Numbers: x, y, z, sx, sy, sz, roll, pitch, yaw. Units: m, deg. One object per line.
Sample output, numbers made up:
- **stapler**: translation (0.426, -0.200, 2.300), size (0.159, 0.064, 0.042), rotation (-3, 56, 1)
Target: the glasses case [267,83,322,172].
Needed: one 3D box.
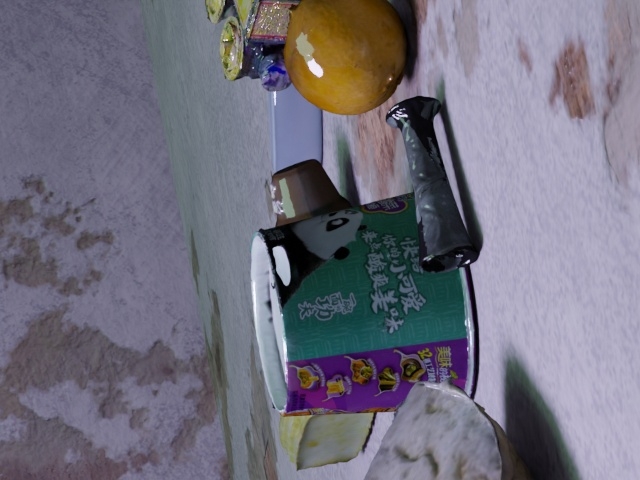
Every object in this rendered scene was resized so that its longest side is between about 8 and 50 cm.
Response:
- **glasses case**: translation (-0.033, -0.161, 2.341), size (0.045, 0.067, 0.178), rotation (-119, 23, -57)

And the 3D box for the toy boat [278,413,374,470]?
- **toy boat**: translation (0.009, 0.221, 2.286), size (0.276, 0.111, 0.084), rotation (103, 152, -54)

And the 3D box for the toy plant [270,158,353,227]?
- **toy plant**: translation (0.000, 0.000, 2.209), size (0.143, 0.105, 0.200), rotation (-118, 10, -83)

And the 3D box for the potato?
- **potato**: translation (0.162, 0.287, 1.603), size (0.189, 0.211, 0.264), rotation (6, 144, 44)

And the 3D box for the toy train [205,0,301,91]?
- **toy train**: translation (-0.062, -0.308, 2.209), size (0.177, 0.134, 0.261), rotation (110, 152, -42)

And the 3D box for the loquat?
- **loquat**: translation (0.026, -0.201, 1.832), size (0.141, 0.141, 0.141), rotation (172, 90, -79)

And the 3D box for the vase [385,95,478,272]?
- **vase**: translation (0.107, -0.055, 1.711), size (0.059, 0.059, 0.167), rotation (107, 153, -66)

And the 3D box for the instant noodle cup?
- **instant noodle cup**: translation (0.035, 0.071, 1.821), size (0.251, 0.190, 0.251), rotation (172, 90, -80)
